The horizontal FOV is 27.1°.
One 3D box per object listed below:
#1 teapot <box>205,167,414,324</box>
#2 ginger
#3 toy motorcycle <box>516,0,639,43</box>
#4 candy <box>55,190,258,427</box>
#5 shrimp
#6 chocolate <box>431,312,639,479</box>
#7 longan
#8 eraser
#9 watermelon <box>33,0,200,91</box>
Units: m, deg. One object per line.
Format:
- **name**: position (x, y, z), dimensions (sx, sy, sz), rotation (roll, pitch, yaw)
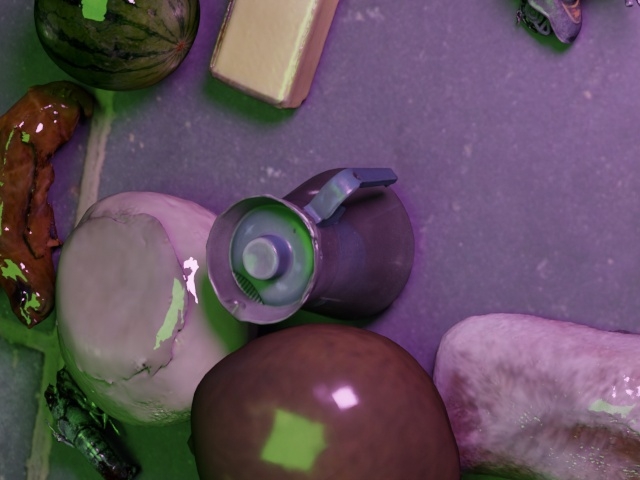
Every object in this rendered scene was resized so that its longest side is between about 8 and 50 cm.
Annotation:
- **teapot**: position (0.000, 0.000, 1.418), dimensions (0.171, 0.225, 0.203), rotation (48, 113, 16)
- **ginger**: position (-0.373, -0.055, 1.686), dimensions (0.133, 0.107, 0.309), rotation (13, 100, 3)
- **toy motorcycle**: position (0.233, -0.326, 1.323), dimensions (0.157, 0.091, 0.263), rotation (-5, 109, 50)
- **candy**: position (-0.189, 0.081, 1.551), dimensions (0.295, 0.185, 0.295), rotation (-5, 82, 42)
- **shrimp**: position (-0.293, 0.233, 1.682), dimensions (0.082, 0.076, 0.174), rotation (-40, 74, 2)
- **chocolate**: position (0.246, 0.178, 1.378), dimensions (0.303, 0.100, 0.185), rotation (5, 99, 31)
- **longan**: position (-0.003, 0.235, 1.395), dimensions (0.288, 0.288, 0.350), rotation (44, 146, 18)
- **eraser**: position (-0.050, -0.248, 1.520), dimensions (0.117, 0.058, 0.172), rotation (25, 105, 25)
- **watermelon**: position (-0.247, -0.273, 1.552), dimensions (0.214, 0.188, 0.188), rotation (29, 107, 17)
